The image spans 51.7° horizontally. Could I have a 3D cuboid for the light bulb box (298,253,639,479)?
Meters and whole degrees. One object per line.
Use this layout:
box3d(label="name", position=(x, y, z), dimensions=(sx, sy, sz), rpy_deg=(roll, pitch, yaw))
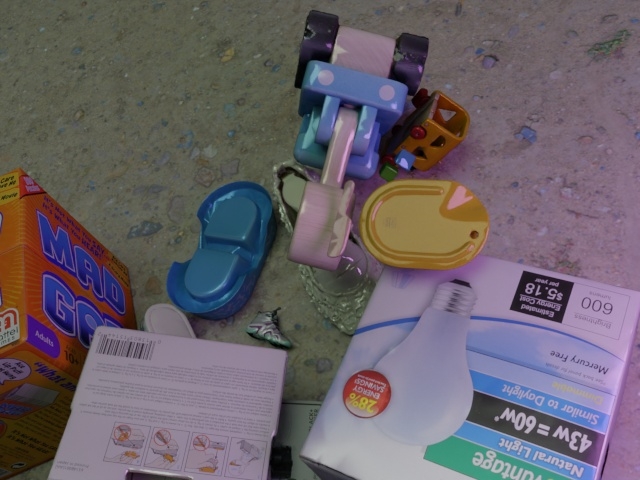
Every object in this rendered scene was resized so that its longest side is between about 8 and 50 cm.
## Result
box3d(label="light bulb box", position=(0.219, 0.231, 0.932), dimensions=(0.358, 0.225, 0.361), rpy_deg=(13, 62, 26))

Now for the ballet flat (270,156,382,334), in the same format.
box3d(label="ballet flat", position=(0.000, 0.000, 1.217), dimensions=(0.147, 0.147, 0.409), rpy_deg=(-30, 55, -1))

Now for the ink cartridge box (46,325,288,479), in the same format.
box3d(label="ink cartridge box", position=(-0.210, 0.267, 0.955), dimensions=(0.296, 0.066, 0.261), rpy_deg=(8, 54, -1))

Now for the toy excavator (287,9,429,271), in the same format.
box3d(label="toy excavator", position=(0.038, -0.171, 1.171), dimensions=(0.222, 0.433, 0.445), rpy_deg=(13, 88, -3))

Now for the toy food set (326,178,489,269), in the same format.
box3d(label="toy food set", position=(0.128, -0.018, 0.942), dimensions=(0.218, 0.071, 0.128), rpy_deg=(5, 78, 14))

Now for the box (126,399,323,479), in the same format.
box3d(label="box", position=(-0.139, 0.332, 1.014), dimensions=(0.290, 0.087, 0.169), rpy_deg=(3, 56, -5))

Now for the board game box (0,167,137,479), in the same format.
box3d(label="board game box", position=(-0.568, 0.168, 1.169), dimensions=(0.356, 0.356, 0.356), rpy_deg=(-24, 54, 4))

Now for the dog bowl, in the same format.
box3d(label="dog bowl", position=(-0.184, 0.023, 1.303), dimensions=(0.166, 0.074, 0.297), rpy_deg=(8, 62, 24))

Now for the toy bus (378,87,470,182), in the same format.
box3d(label="toy bus", position=(0.196, -0.186, 1.268), dimensions=(0.191, 0.104, 0.202), rpy_deg=(-57, 13, 9))

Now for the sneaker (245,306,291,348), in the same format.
box3d(label="sneaker", position=(-0.084, 0.154, 1.204), dimensions=(0.098, 0.038, 0.069), rpy_deg=(18, 67, 28))

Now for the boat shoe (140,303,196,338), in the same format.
box3d(label="boat shoe", position=(-0.251, 0.267, 1.176), dimensions=(0.099, 0.116, 0.319), rpy_deg=(-53, 52, 39))
